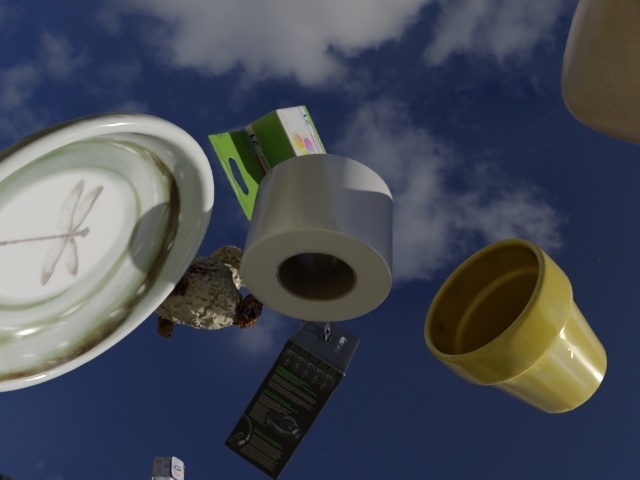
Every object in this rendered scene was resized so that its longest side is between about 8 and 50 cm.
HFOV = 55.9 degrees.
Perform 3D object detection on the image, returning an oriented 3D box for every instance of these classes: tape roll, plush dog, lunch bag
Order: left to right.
[{"bbox_3d":[-0.404,0.614,1.601,0.083,0.071,0.053,10,-64,-15],"label":"lunch bag"},{"bbox_3d":[-0.226,0.089,1.067,0.225,0.262,0.211,10,-103,62],"label":"plush dog"},{"bbox_3d":[0.000,0.000,1.008,0.246,0.246,0.169,-14,-135,24],"label":"tape roll"}]

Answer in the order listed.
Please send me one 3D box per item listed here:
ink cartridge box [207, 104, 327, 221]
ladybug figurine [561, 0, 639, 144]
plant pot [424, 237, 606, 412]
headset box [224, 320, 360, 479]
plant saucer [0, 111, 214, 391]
[{"bbox_3d":[-0.085,-0.159,1.212,0.097,0.255,0.189,-22,-85,28],"label":"ink cartridge box"},{"bbox_3d":[0.368,-0.195,0.391,0.449,0.305,0.162,-22,-64,-11],"label":"ladybug figurine"},{"bbox_3d":[0.351,0.164,1.041,0.239,0.254,0.254,39,-73,-17],"label":"plant pot"},{"bbox_3d":[-0.044,0.301,1.260,0.131,0.246,0.283,32,-78,6],"label":"headset box"},{"bbox_3d":[-0.314,0.004,0.738,0.100,0.400,0.400,39,-76,22],"label":"plant saucer"}]
